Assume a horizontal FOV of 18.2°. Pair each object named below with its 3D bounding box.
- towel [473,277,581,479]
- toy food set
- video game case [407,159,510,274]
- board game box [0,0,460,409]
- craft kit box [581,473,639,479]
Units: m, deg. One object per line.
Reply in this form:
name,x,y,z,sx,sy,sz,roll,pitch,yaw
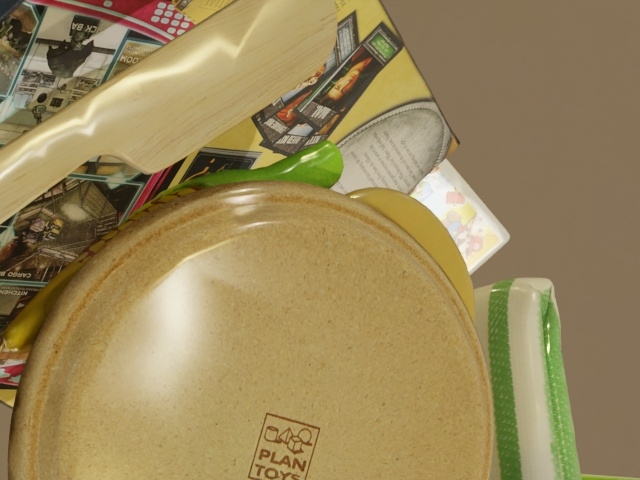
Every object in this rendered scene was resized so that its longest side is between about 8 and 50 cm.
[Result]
towel,-0.032,0.164,0.815,0.325,0.038,0.248,-27,-134,28
toy food set,-0.013,0.046,0.473,0.192,0.132,0.038,63,-21,-15
video game case,0.000,0.000,1.516,0.227,0.206,0.026,-42,-157,0
board game box,-0.055,-0.028,0.571,0.165,0.243,0.042,-42,-113,-1
craft kit box,0.228,0.270,1.203,0.250,0.061,0.246,0,-103,38
